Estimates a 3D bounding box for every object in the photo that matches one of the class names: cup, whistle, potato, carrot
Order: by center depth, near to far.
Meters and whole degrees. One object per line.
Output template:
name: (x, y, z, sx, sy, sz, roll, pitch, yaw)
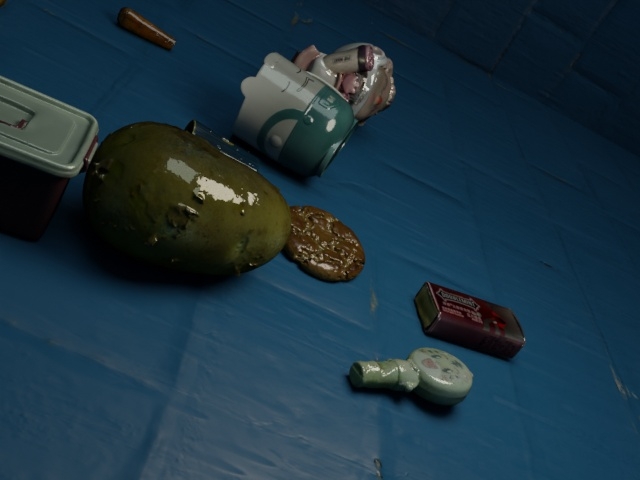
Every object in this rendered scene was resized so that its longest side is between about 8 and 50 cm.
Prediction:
potato: (-0.212, -0.057, 1.206, 0.359, 0.219, 0.270, 22, 24, -22)
whistle: (0.168, 0.243, 1.273, 0.258, 0.067, 0.126, 7, 24, -30)
cup: (-0.220, -0.155, 1.461, 0.155, 0.131, 0.176, 25, 5, -21)
cup: (-0.049, -0.305, 1.713, 0.257, 0.219, 0.290, 33, 44, 0)
carrot: (-0.460, -0.556, 1.894, 0.161, 0.055, 0.055, 31, 29, -17)

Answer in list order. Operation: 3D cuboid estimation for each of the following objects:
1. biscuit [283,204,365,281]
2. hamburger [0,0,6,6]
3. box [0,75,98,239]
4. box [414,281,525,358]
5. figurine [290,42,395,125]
biscuit: (0.000, 0.000, 1.499, 0.225, 0.042, 0.226, 23, 32, -16)
hamburger: (-0.772, -0.578, 1.310, 0.395, 0.396, 0.277, 40, 29, 15)
box: (-0.510, -0.138, 1.099, 0.294, 0.167, 0.193, 22, 29, -16)
box: (0.315, 0.169, 1.516, 0.224, 0.069, 0.120, 19, 32, -19)
figurine: (0.082, -0.443, 1.973, 0.211, 0.253, 0.361, 51, 24, 9)
